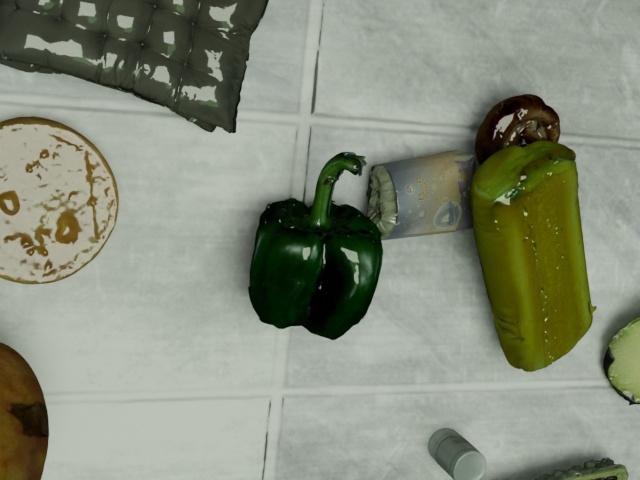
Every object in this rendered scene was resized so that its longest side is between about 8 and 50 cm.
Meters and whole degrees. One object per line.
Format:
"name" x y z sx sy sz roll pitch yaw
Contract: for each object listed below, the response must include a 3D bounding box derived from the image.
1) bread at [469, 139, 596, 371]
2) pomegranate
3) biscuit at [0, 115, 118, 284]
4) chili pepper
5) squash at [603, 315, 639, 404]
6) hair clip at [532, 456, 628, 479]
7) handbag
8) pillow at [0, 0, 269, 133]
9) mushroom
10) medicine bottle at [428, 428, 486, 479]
"bread" 0.305 0.023 1.458 0.166 0.112 0.383 -31 128 -17
"pomegranate" -0.456 0.244 1.184 0.281 0.281 0.281 -5 105 -19
"biscuit" -0.431 -0.049 1.232 0.355 0.052 0.275 -6 105 -20
"chili pepper" 0.000 0.000 1.342 0.174 0.165 0.261 12 103 -4
"squash" 0.557 0.179 1.647 0.184 0.085 0.192 -23 110 17
"hair clip" 0.354 0.436 1.620 0.321 0.091 0.138 -10 107 -28
"handbag" 0.139 -0.060 1.416 0.173 0.095 0.117 -10 106 -21
"pillow" -0.230 -0.280 1.227 0.326 0.101 0.228 15 94 -24
"mushroom" 0.301 -0.145 1.461 0.171 0.080 0.135 18 111 -23
"medicine bottle" 0.210 0.333 1.537 0.058 0.091 0.058 -5 105 -19
